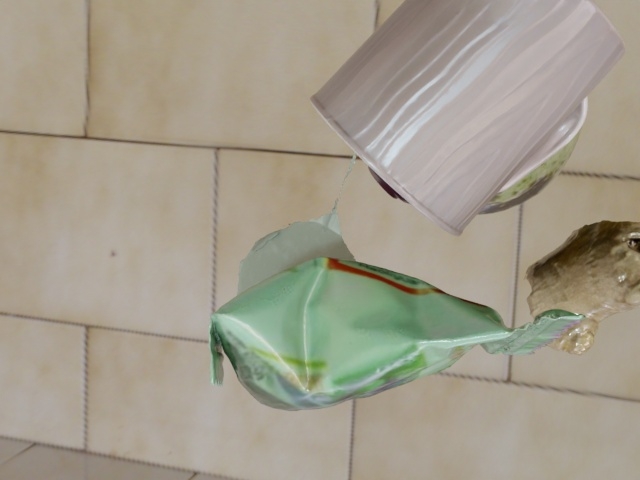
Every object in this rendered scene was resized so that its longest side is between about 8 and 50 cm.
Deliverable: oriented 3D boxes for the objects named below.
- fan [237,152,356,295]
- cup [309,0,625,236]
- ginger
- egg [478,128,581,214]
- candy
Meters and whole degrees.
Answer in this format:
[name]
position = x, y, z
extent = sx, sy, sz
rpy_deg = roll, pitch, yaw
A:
[fan]
position = 0.000, 0.000, 1.304
extent = 0.182, 0.010, 0.310
rpy_deg = 27, 98, 23
[cup]
position = 0.174, -0.147, 1.088
extent = 0.288, 0.208, 0.273
rpy_deg = 38, 101, -22
[ginger]
position = 0.439, 0.075, 1.638
extent = 0.130, 0.276, 0.221
rpy_deg = 35, 70, -25
[egg]
position = 0.276, -0.247, 1.751
extent = 0.345, 0.345, 0.428
rpy_deg = 15, 66, 15
[candy]
position = 0.071, 0.108, 1.153
extent = 0.398, 0.263, 0.171
rpy_deg = 3, 87, 2
